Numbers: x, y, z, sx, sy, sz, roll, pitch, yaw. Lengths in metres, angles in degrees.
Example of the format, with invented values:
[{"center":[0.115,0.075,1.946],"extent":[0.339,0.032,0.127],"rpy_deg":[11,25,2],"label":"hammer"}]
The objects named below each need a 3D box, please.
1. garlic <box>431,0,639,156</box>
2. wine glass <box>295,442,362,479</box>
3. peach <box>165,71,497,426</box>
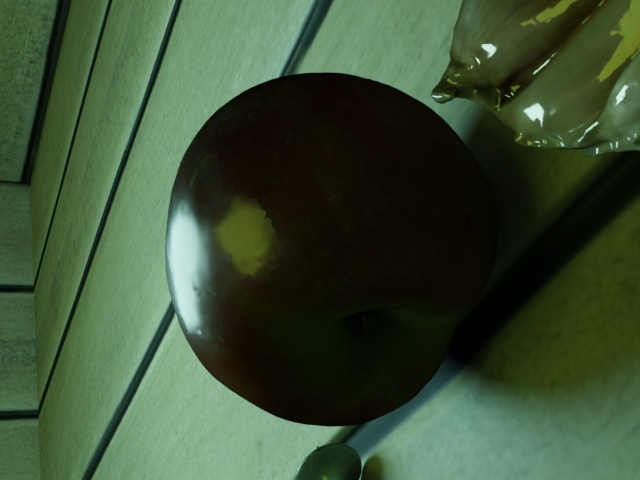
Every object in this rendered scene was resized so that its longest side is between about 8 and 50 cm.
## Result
[{"center":[0.167,-0.136,0.463],"extent":[0.228,0.110,0.217],"rpy_deg":[-27,51,50],"label":"garlic"},{"center":[0.034,0.235,0.741],"extent":[0.155,0.073,0.073],"rpy_deg":[-141,58,-62],"label":"wine glass"},{"center":[0.000,0.000,0.656],"extent":[0.252,0.252,0.253],"rpy_deg":[-177,90,-65],"label":"peach"}]
